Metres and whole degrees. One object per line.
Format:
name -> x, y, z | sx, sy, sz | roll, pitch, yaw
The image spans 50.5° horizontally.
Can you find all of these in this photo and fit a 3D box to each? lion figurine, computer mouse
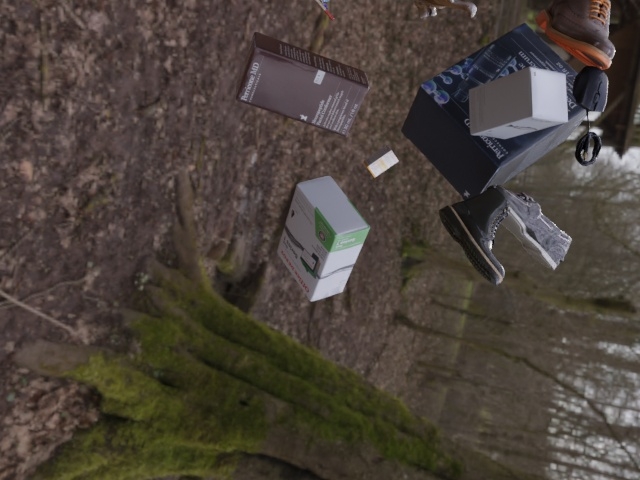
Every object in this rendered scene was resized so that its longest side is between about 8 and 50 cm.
lion figurine -> 0.319, -0.725, 1.906 | 0.142, 0.240, 0.392 | -66, 159, 9
computer mouse -> 0.552, -0.259, 1.380 | 0.041, 0.071, 0.242 | 140, -36, -62

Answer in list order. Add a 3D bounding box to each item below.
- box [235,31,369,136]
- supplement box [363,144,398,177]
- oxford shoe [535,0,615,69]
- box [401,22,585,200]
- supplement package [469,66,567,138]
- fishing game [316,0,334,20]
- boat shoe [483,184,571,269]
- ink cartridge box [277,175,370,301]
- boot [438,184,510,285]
box -> -0.058, -0.488, 2.135 | 0.143, 0.382, 0.191 | -95, -155, -54
supplement box -> 0.199, -0.261, 2.229 | 0.062, 0.098, 0.036 | 49, 10, -45
oxford shoe -> 0.585, -0.491, 1.517 | 0.132, 0.130, 0.363 | -52, -160, 27
box -> 0.467, -0.333, 1.785 | 0.396, 0.293, 0.212 | -34, 164, -21
supplement package -> 0.411, -0.283, 1.422 | 0.105, 0.179, 0.105 | 2, 85, -29
fishing game -> -0.033, -0.691, 1.729 | 0.189, 0.041, 0.264 | 32, 41, -56
boat shoe -> 0.503, -0.052, 1.636 | 0.095, 0.112, 0.335 | -51, 126, -3
ink cartridge box -> 0.000, 0.000, 1.443 | 0.093, 0.160, 0.219 | -16, 145, -31
boot -> 0.348, -0.020, 1.369 | 0.197, 0.137, 0.077 | 60, -6, 26
